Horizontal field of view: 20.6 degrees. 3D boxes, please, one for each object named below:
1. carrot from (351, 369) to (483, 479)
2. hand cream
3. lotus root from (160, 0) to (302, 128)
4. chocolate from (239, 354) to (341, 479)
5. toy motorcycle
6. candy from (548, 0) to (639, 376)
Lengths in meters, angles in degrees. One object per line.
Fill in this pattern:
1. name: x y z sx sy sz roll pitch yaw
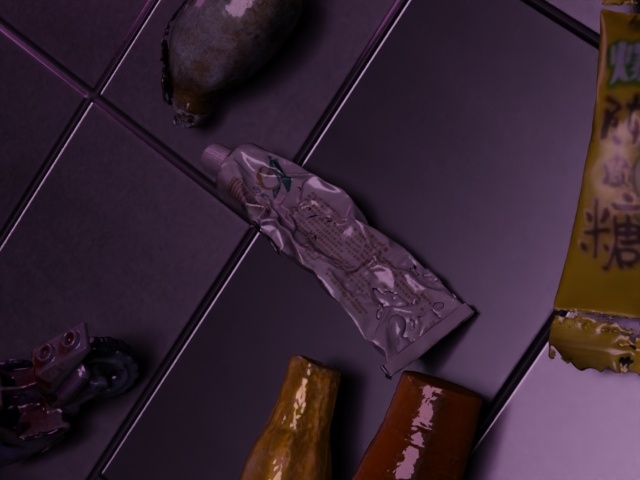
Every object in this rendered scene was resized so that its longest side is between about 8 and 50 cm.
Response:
1. carrot: 0.056 0.190 1.262 0.087 0.087 0.193 30 92 28
2. hand cream: 0.000 -0.002 1.337 0.084 0.050 0.257 -38 60 -18
3. lotus root: -0.076 -0.163 1.392 0.165 0.088 0.088 -49 63 23
4. chocolate: -0.029 0.195 1.306 0.085 0.085 0.219 14 88 28
5. toy motorcycle: -0.253 0.122 1.412 0.213 0.122 0.082 -29 56 19
6. candy: 0.258 -0.050 1.197 0.187 0.081 0.297 6 84 30
